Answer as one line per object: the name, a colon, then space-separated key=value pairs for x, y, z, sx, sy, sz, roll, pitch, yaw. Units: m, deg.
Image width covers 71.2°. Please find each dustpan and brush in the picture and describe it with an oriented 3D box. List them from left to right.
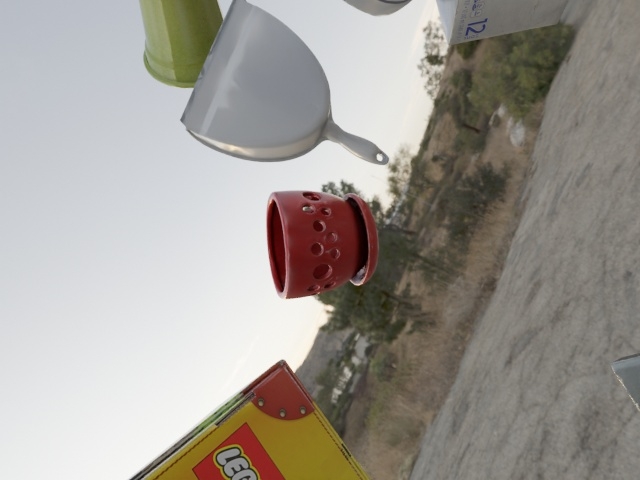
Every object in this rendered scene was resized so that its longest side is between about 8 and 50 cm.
dustpan and brush: x=-0.015 y=-0.129 z=0.461 sx=0.060 sy=0.211 sz=0.148 roll=162 pitch=129 yaw=-78

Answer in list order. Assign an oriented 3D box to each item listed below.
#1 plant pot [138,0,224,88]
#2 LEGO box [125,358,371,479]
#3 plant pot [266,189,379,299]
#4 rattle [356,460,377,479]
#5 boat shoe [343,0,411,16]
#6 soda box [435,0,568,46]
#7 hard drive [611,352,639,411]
plant pot: x=-0.367 y=-0.598 z=1.185 sx=0.276 sy=0.275 sz=0.254 roll=-60 pitch=-12 yaw=-26
LEGO box: x=-0.046 y=0.427 z=0.379 sx=0.372 sy=0.500 sz=0.193 roll=-27 pitch=-13 yaw=-49
plant pot: x=0.000 y=0.000 z=0.803 sx=0.191 sy=0.173 sz=0.191 roll=172 pitch=90 yaw=-74
rattle: x=0.002 y=0.369 z=0.696 sx=0.130 sy=0.200 sz=0.142 roll=-41 pitch=-39 yaw=12
boat shoe: x=0.040 y=-0.253 z=0.363 sx=0.258 sy=0.084 sz=0.095 roll=-26 pitch=-78 yaw=-51
soda box: x=0.133 y=-0.259 z=0.264 sx=0.286 sy=0.097 sz=0.091 roll=67 pitch=-166 yaw=-70
hard drive: x=0.306 y=0.122 z=0.339 sx=0.022 sy=0.094 sz=0.135 roll=-18 pitch=-20 yaw=-21
